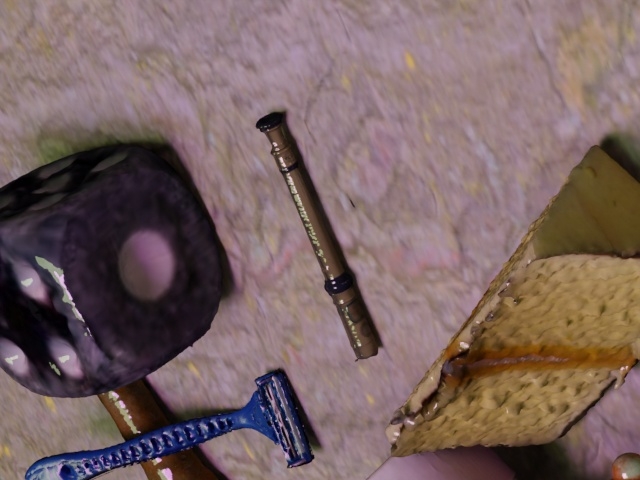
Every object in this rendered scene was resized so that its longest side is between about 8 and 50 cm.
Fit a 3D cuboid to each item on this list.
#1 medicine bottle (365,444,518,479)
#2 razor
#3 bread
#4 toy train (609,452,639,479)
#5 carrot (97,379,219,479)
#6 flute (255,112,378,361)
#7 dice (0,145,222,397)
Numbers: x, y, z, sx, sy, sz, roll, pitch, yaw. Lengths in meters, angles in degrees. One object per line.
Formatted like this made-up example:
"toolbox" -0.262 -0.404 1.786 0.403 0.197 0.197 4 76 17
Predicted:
"medicine bottle" 0.137 0.310 1.409 0.302 0.241 0.241 45 140 8
"razor" -0.153 0.202 1.703 0.324 0.056 0.093 -17 98 27
"bread" 0.166 0.057 1.294 0.178 0.142 0.266 14 141 -18
"toy train" 0.251 0.232 1.235 0.177 0.285 0.116 65 171 -5
"carrot" -0.137 0.246 1.761 0.342 0.070 0.070 58 140 1
"flute" 0.000 0.000 1.473 0.027 0.027 0.233 -5 115 45
"dice" -0.212 0.027 1.573 0.183 0.181 0.182 -2 115 45
